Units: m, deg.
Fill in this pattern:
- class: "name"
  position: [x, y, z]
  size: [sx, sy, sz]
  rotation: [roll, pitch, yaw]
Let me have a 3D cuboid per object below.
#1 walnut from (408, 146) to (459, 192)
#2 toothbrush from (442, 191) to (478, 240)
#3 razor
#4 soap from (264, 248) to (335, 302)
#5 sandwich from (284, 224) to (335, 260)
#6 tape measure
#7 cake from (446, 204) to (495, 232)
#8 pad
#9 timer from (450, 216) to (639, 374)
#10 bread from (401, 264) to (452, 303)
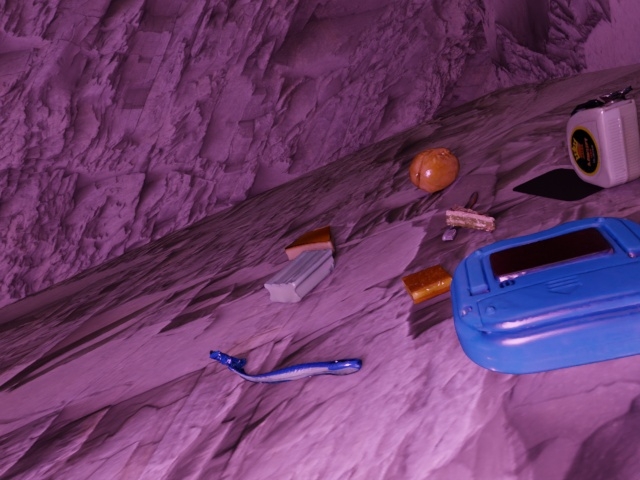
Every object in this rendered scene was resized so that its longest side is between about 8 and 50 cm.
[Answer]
- class: "walnut"
  position: [0.405, -0.254, 1.682]
  size: [0.206, 0.159, 0.159]
  rotation: [-26, 16, -36]
- class: "toothbrush"
  position: [0.406, -0.075, 1.354]
  size: [0.031, 0.023, 0.321]
  rotation: [-1, 26, 32]
- class: "razor"
  position: [-0.069, 0.248, 0.908]
  size: [0.324, 0.093, 0.056]
  rotation: [-7, 62, 30]
- class: "soap"
  position: [-0.050, 0.095, 1.314]
  size: [0.114, 0.063, 0.198]
  rotation: [-5, 23, 39]
- class: "sandwich"
  position: [0.000, 0.000, 1.553]
  size: [0.192, 0.058, 0.162]
  rotation: [-10, 20, 40]
- class: "tape measure"
  position: [0.711, -0.267, 1.192]
  size: [0.115, 0.235, 0.207]
  rotation: [-17, 18, 6]
- class: "cake"
  position: [0.385, -0.052, 1.226]
  size: [0.055, 0.051, 0.140]
  rotation: [-21, 26, -23]
- class: "pad"
  position: [0.678, -0.158, 1.312]
  size: [0.181, 0.004, 0.267]
  rotation: [-24, 18, -8]
- class: "timer"
  position: [0.381, 0.075, 0.767]
  size: [0.339, 0.115, 0.309]
  rotation: [-17, 17, 19]
- class: "bread"
  position: [0.232, 0.094, 1.027]
  size: [0.094, 0.035, 0.090]
  rotation: [-21, 17, 0]
